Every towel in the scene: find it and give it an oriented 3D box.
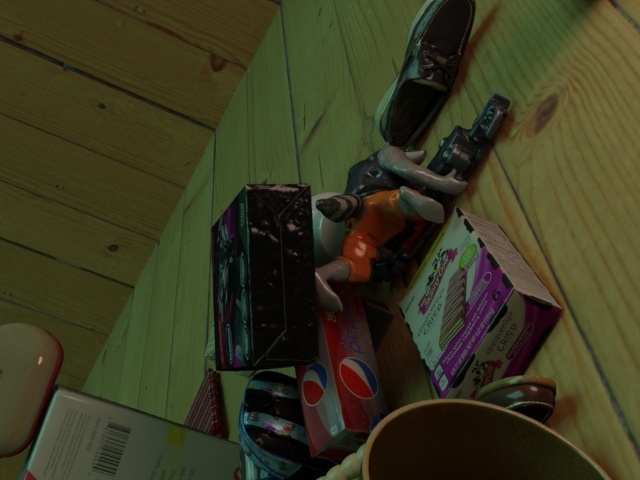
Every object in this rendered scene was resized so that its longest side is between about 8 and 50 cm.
[{"bbox_3d":[-0.257,0.418,2.094,0.275,0.031,0.199,-112,45,-68],"label":"towel"}]

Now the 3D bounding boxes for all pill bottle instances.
[{"bbox_3d":[0.000,0.000,1.643,0.272,0.152,0.152,-18,52,67],"label":"pill bottle"}]

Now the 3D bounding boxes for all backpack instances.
[{"bbox_3d":[-0.047,0.278,1.419,0.117,0.173,0.158,-51,25,42],"label":"backpack"}]

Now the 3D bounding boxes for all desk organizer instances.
[{"bbox_3d":[0.058,0.152,1.472,0.130,0.047,0.050,-64,16,10],"label":"desk organizer"}]

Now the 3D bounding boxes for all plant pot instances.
[{"bbox_3d":[0.121,0.315,0.865,0.237,0.237,0.254,-101,23,-60],"label":"plant pot"}]

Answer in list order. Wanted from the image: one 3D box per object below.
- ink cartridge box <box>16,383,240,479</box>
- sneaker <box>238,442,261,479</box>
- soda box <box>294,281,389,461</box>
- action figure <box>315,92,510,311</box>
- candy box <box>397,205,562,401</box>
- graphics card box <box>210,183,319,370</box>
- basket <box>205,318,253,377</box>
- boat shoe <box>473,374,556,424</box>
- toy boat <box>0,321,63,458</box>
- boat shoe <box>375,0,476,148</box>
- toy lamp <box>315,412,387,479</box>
[{"bbox_3d":[-0.317,0.438,1.671,0.279,0.384,0.160,-71,15,-10],"label":"ink cartridge box"},{"bbox_3d":[-0.110,0.380,1.560,0.180,0.124,0.321,-48,27,44],"label":"sneaker"},{"bbox_3d":[0.021,0.175,1.374,0.083,0.092,0.263,-47,40,35],"label":"soda box"},{"bbox_3d":[0.107,-0.080,1.356,0.341,0.178,0.330,-57,4,21],"label":"action figure"},{"bbox_3d":[0.180,0.079,1.165,0.159,0.071,0.233,-61,18,17],"label":"candy box"},{"bbox_3d":[-0.088,0.066,1.376,0.371,0.094,0.233,153,116,-74],"label":"graphics card box"},{"bbox_3d":[-0.149,0.180,1.941,0.167,0.103,0.113,-48,25,48],"label":"basket"},{"bbox_3d":[0.180,0.203,1.027,0.207,0.073,0.073,126,157,-56],"label":"boat shoe"},{"bbox_3d":[-0.517,0.258,1.659,0.151,0.151,0.231,73,-148,-65],"label":"toy boat"},{"bbox_3d":[0.173,-0.266,1.556,0.092,0.102,0.285,-104,36,-53],"label":"boat shoe"},{"bbox_3d":[-0.009,0.330,1.253,0.274,0.080,0.080,-37,26,11],"label":"toy lamp"}]
